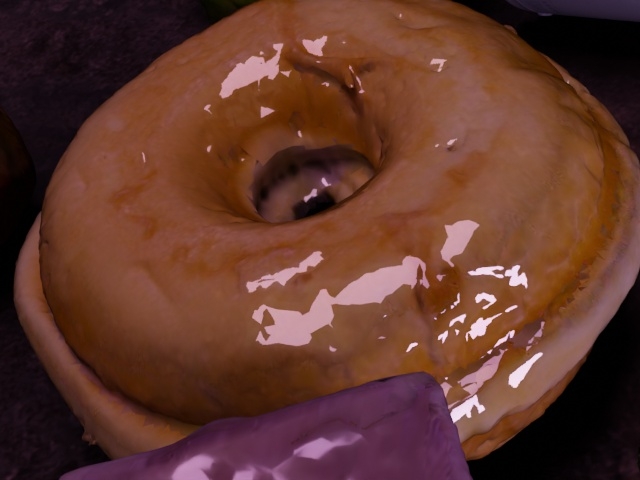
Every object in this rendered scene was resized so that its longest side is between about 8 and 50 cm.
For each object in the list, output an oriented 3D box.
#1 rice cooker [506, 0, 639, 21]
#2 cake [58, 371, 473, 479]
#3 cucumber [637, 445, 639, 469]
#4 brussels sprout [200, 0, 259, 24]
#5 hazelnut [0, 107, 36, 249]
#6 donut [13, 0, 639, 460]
[{"bbox_3d":[0.246,-0.283,1.419,0.227,0.241,0.280,11,7,37],"label":"rice cooker"},{"bbox_3d":[-0.001,0.259,0.932,0.230,0.237,0.309,-16,42,7],"label":"cake"},{"bbox_3d":[0.331,0.073,1.119,0.303,0.081,0.072,-24,69,-3],"label":"cucumber"},{"bbox_3d":[-0.020,-0.298,1.532,0.227,0.259,0.294,-38,42,-28],"label":"brussels sprout"},{"bbox_3d":[-0.334,-0.040,1.456,0.208,0.208,0.208,-12,41,11],"label":"hazelnut"},{"bbox_3d":[0.000,0.000,1.244,0.449,0.198,0.449,-12,40,11],"label":"donut"}]
